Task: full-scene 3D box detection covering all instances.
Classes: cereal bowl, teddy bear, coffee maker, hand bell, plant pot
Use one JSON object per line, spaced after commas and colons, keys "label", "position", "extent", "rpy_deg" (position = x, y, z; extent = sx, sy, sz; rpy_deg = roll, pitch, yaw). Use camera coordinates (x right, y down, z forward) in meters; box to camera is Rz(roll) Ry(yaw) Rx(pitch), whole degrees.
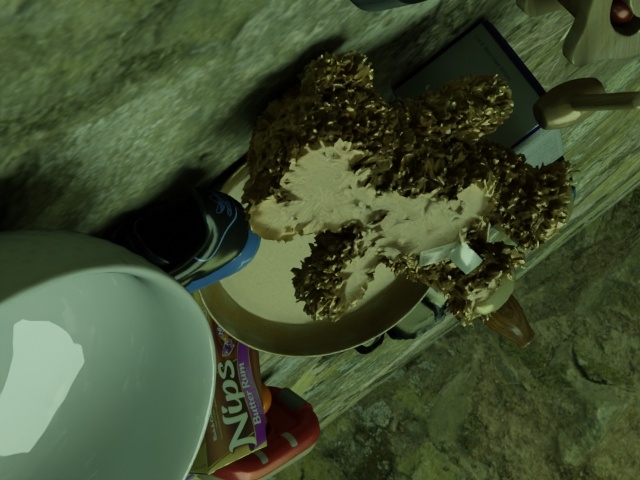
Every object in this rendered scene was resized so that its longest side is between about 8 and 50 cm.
{"label": "cereal bowl", "position": [-0.240, 0.134, 0.884], "extent": [0.339, 0.141, 0.339], "rpy_deg": [-32, 140, -32]}
{"label": "teddy bear", "position": [0.073, -0.040, 1.062], "extent": [0.338, 0.113, 0.245], "rpy_deg": [4, 126, -29]}
{"label": "coffee maker", "position": [0.062, 0.041, 1.403], "extent": [0.171, 0.120, 0.178], "rpy_deg": [-56, 140, 1]}
{"label": "hand bell", "position": [0.120, 0.012, 1.224], "extent": [0.126, 0.242, 0.126], "rpy_deg": [-43, -174, 5]}
{"label": "plant pot", "position": [0.000, 0.000, 1.133], "extent": [0.236, 0.032, 0.236], "rpy_deg": [-9, 123, -13]}

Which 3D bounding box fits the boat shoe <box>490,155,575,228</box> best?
{"label": "boat shoe", "position": [0.172, -0.053, 1.529], "extent": [0.258, 0.089, 0.109], "rpy_deg": [-14, -176, 5]}

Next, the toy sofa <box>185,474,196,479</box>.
{"label": "toy sofa", "position": [-0.290, 0.276, 1.325], "extent": [0.362, 0.150, 0.177], "rpy_deg": [-35, 169, -27]}

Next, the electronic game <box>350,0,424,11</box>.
{"label": "electronic game", "position": [0.097, -0.232, 0.779], "extent": [0.229, 0.048, 0.229], "rpy_deg": [-42, 168, -11]}

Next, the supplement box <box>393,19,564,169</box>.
{"label": "supplement box", "position": [0.160, -0.114, 1.240], "extent": [0.114, 0.111, 0.220], "rpy_deg": [-37, 167, 7]}

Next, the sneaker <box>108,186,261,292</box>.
{"label": "sneaker", "position": [-0.160, 0.034, 1.033], "extent": [0.232, 0.081, 0.090], "rpy_deg": [-37, 153, 8]}

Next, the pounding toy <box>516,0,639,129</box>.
{"label": "pounding toy", "position": [0.264, -0.196, 1.013], "extent": [0.154, 0.155, 0.269], "rpy_deg": [-27, 153, -20]}

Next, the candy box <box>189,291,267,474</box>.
{"label": "candy box", "position": [-0.108, 0.126, 1.255], "extent": [0.053, 0.186, 0.109], "rpy_deg": [-3, -175, 29]}

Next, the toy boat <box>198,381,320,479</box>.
{"label": "toy boat", "position": [-0.110, 0.284, 1.999], "extent": [0.231, 0.151, 0.151], "rpy_deg": [-27, 135, -37]}
